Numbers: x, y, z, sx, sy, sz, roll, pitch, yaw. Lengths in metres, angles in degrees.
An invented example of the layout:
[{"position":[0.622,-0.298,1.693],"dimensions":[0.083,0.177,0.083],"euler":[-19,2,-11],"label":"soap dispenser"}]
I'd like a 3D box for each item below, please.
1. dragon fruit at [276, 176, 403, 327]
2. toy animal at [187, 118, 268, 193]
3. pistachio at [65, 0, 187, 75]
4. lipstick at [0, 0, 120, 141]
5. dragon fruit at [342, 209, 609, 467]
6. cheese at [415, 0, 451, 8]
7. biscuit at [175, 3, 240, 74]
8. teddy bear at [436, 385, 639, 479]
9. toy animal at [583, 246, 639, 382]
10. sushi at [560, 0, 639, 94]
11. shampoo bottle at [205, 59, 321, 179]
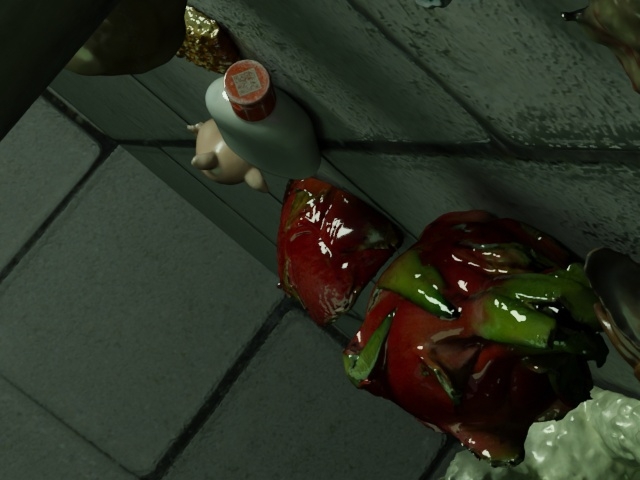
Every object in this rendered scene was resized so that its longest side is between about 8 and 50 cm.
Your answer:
[{"position":[-0.001,0.002,1.476],"dimensions":[0.161,0.120,0.127],"euler":[42,168,10],"label":"dragon fruit"},{"position":[-0.101,-0.094,1.515],"dimensions":[0.150,0.083,0.089],"euler":[-121,23,-84],"label":"toy animal"},{"position":[-0.188,-0.214,0.963],"dimensions":[0.238,0.138,0.153],"euler":[41,-168,-2],"label":"pistachio"},{"position":[-0.083,-0.131,0.463],"dimensions":[0.079,0.253,0.077],"euler":[38,172,13],"label":"lipstick"},{"position":[0.144,0.069,1.023],"dimensions":[0.200,0.198,0.269],"euler":[5,173,-38],"label":"dragon fruit"},{"position":[-0.004,-0.172,0.645],"dimensions":[0.171,0.047,0.092],"euler":[44,172,-39],"label":"cheese"},{"position":[-0.142,-0.201,1.261],"dimensions":[0.206,0.025,0.126],"euler":[34,172,34],"label":"biscuit"},{"position":[0.235,0.331,1.380],"dimensions":[0.327,0.362,0.375],"euler":[41,174,-27],"label":"teddy bear"},{"position":[0.223,0.059,0.855],"dimensions":[0.188,0.089,0.179],"euler":[40,179,-11],"label":"toy animal"},{"position":[0.209,-0.027,0.441],"dimensions":[0.292,0.059,0.294],"euler":[41,172,-24],"label":"sushi"},{"position":[-0.055,-0.112,1.256],"dimensions":[0.108,0.051,0.221],"euler":[27,172,9],"label":"shampoo bottle"}]
